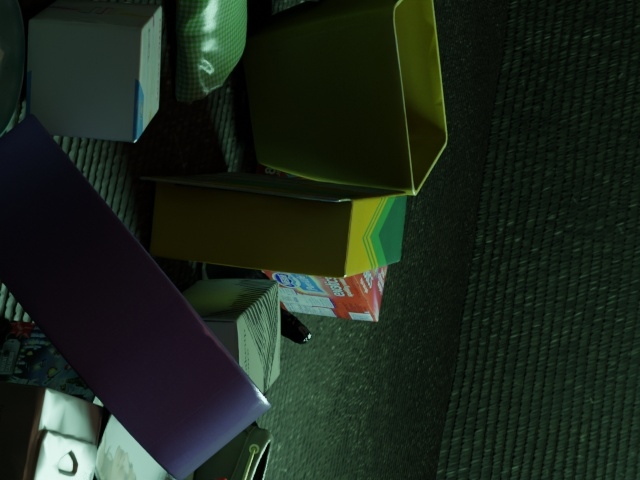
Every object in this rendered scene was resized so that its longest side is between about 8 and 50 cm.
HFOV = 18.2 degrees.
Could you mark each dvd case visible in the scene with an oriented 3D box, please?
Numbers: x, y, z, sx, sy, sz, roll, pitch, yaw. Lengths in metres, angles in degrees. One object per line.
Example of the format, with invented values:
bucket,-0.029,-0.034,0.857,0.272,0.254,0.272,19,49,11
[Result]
dvd case,-0.181,0.213,1.950,0.253,0.022,0.180,81,20,-50

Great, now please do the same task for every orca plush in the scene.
orca plush,-0.064,0.123,2.235,0.151,0.102,0.287,-65,158,-54

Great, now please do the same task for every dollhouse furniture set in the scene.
dollhouse furniture set,-0.041,-0.287,2.032,0.301,0.151,0.198,-67,159,-51

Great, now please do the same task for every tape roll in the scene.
tape roll,-0.155,0.041,1.446,0.090,0.275,0.275,-39,158,-5

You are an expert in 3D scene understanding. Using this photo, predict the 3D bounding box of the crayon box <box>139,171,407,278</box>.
crayon box,-0.044,-0.018,2.032,0.323,0.203,0.083,-9,105,-76

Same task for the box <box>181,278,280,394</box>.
box,-0.104,0.109,1.998,0.275,0.094,0.113,-50,140,-80

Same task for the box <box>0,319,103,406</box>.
box,-0.221,0.127,1.576,0.027,0.094,0.137,83,18,-47

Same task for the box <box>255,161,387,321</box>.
box,0.000,0.000,2.397,0.257,0.128,0.123,61,37,-68

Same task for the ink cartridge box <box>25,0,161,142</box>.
ink cartridge box,-0.179,-0.140,1.604,0.143,0.089,0.092,-79,173,-76

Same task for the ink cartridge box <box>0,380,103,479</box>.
ink cartridge box,-0.247,0.150,1.287,0.128,0.176,0.127,41,56,-74

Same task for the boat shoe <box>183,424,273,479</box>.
boat shoe,-0.113,0.345,2.153,0.109,0.091,0.305,19,78,-77

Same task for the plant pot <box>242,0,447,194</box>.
plant pot,0.025,-0.177,2.251,0.212,0.187,0.212,-54,140,-66

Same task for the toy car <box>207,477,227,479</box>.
toy car,-0.153,0.305,1.951,0.225,0.053,0.239,75,25,-56

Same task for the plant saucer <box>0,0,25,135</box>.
plant saucer,-0.251,-0.133,1.482,0.119,0.021,0.119,6,90,-77
